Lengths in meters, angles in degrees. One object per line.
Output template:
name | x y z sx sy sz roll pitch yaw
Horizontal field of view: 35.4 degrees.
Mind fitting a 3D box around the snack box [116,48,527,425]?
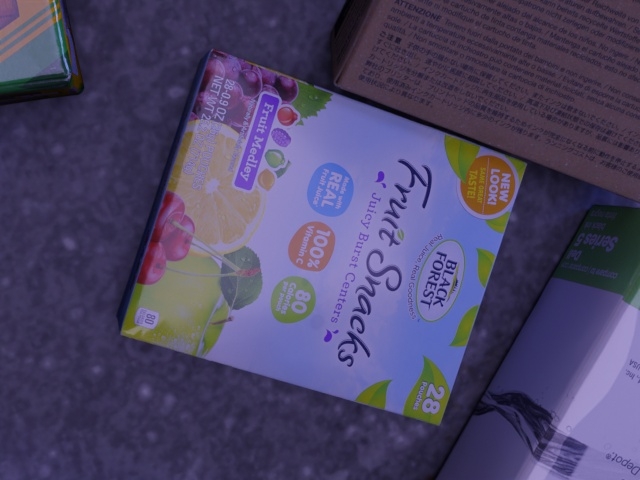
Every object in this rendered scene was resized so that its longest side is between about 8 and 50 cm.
snack box | 0.000 0.000 0.617 0.207 0.070 0.175 17 91 -15

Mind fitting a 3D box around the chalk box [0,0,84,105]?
chalk box | -0.244 -0.127 0.522 0.213 0.132 0.132 -11 97 -11

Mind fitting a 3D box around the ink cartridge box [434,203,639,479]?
ink cartridge box | 0.209 0.142 0.651 0.198 0.115 0.273 32 89 -12

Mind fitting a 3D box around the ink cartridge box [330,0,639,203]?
ink cartridge box | 0.148 -0.146 0.585 0.234 0.088 0.193 20 121 -13
